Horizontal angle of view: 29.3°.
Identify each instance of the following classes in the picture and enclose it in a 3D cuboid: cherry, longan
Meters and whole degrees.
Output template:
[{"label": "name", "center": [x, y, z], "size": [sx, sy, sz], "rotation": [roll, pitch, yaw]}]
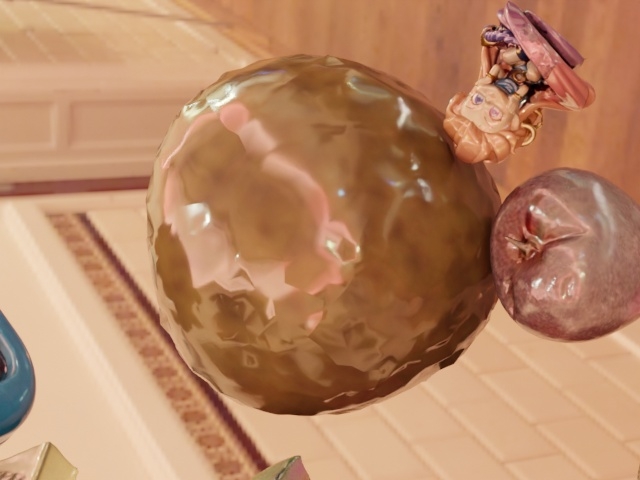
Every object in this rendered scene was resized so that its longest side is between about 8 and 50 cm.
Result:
[{"label": "cherry", "center": [0.244, 0.013, 1.169], "size": [0.140, 0.176, 0.176], "rotation": [-32, 65, 51]}, {"label": "longan", "center": [0.000, 0.000, 1.289], "size": [0.391, 0.391, 0.391], "rotation": [176, 90, -65]}]

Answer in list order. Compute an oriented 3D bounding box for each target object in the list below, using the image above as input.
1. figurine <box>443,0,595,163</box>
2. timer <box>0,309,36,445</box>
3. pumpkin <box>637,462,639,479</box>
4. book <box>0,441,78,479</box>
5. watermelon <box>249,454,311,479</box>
[{"label": "figurine", "center": [0.185, -0.139, 1.155], "size": [0.126, 0.114, 0.157], "rotation": [38, 121, 19]}, {"label": "timer", "center": [-0.475, 0.116, 1.271], "size": [0.115, 0.340, 0.309], "rotation": [-44, 79, 26]}, {"label": "pumpkin", "center": [0.422, 0.293, 1.340], "size": [0.146, 0.190, 0.190], "rotation": [-9, 85, 22]}, {"label": "book", "center": [-0.330, 0.324, 0.898], "size": [0.043, 0.260, 0.371], "rotation": [55, -159, -26]}, {"label": "watermelon", "center": [-0.099, 0.482, 1.525], "size": [0.222, 0.292, 0.319], "rotation": [-12, 111, 36]}]
